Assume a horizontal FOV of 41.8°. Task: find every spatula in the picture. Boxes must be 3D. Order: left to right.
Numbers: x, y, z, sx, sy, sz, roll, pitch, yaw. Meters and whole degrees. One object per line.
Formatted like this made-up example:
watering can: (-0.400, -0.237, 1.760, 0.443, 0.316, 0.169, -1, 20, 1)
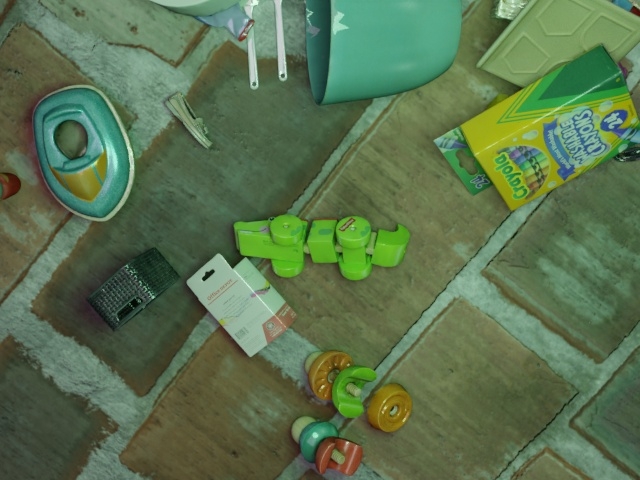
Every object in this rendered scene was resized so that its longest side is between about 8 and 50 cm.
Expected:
spatula: (-0.075, -0.416, 1.602, 0.168, 0.019, 0.242, -4, 98, 6)

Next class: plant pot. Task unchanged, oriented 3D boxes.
plant pot: (0.109, -0.387, 1.463, 0.235, 0.293, 0.292, -3, 99, -8)

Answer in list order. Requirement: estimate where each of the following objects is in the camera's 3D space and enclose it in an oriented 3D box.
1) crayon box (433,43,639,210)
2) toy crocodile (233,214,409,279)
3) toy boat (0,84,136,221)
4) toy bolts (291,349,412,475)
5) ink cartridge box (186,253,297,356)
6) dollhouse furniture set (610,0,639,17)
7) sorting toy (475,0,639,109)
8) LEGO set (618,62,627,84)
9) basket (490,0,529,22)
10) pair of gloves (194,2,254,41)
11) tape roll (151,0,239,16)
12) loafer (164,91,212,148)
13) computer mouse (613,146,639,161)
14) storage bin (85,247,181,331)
crayon box: (0.390, -0.178, 1.486, 0.323, 0.203, 0.083, -29, 51, 16)
toy crocodile: (0.000, 0.000, 1.618, 0.341, 0.105, 0.115, 3, 134, 10)
toy boat: (-0.519, -0.142, 1.623, 0.318, 0.148, 0.267, -19, 96, 8)
toy bolts: (0.042, 0.341, 1.674, 0.218, 0.158, 0.228, 24, 91, -39)
ink cartridge box: (-0.156, 0.116, 1.652, 0.115, 0.067, 0.198, -39, 94, 29)
dollhouse furniture set: (0.593, -0.418, 1.478, 0.129, 0.129, 0.183, 36, 100, -1)
sorting toy: (0.390, -0.310, 1.460, 0.229, 0.041, 0.307, 16, 140, -22)
LEGO set: (0.474, -0.353, 1.520, 0.087, 0.093, 0.227, -10, 133, 41)
basket: (0.366, -0.435, 1.483, 0.113, 0.167, 0.103, 13, 106, 4)
pair of gloves: (-0.159, -0.486, 1.588, 0.159, 0.023, 0.198, 39, 100, 7)
tape roll: (-0.240, -0.563, 1.537, 0.286, 0.100, 0.286, 1, 95, 13)
loafer: (-0.250, -0.236, 1.636, 0.039, 0.045, 0.125, -42, 90, 3)
computer mouse: (0.666, -0.180, 1.559, 0.242, 0.041, 0.071, -4, 97, 13)
storage bin: (-0.359, 0.092, 1.626, 0.122, 0.180, 0.084, -39, 92, 10)
